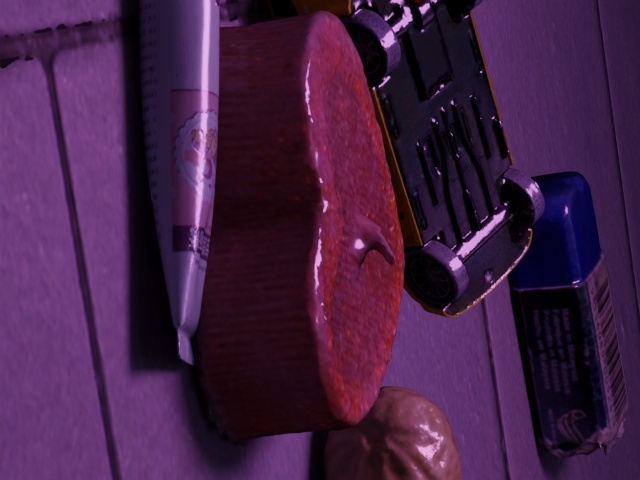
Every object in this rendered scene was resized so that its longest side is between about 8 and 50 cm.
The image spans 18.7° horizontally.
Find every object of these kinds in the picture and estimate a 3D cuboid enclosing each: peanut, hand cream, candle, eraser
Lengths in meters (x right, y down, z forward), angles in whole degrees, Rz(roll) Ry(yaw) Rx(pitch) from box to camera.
[{"bbox_3d":[0.067,0.246,1.621,0.123,0.124,0.256,-52,137,-64],"label":"peanut"},{"bbox_3d":[-0.100,-0.082,1.338,0.085,0.058,0.331,94,-3,-83],"label":"hand cream"},{"bbox_3d":[0.000,0.000,1.483,0.287,0.131,0.317,37,51,-69],"label":"candle"},{"bbox_3d":[0.299,0.093,2.372,0.155,0.102,0.332,-44,124,-65],"label":"eraser"}]

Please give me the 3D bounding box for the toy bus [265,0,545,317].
[{"bbox_3d":[0.072,-0.103,1.659,0.145,0.151,0.331,-41,126,-35],"label":"toy bus"}]
